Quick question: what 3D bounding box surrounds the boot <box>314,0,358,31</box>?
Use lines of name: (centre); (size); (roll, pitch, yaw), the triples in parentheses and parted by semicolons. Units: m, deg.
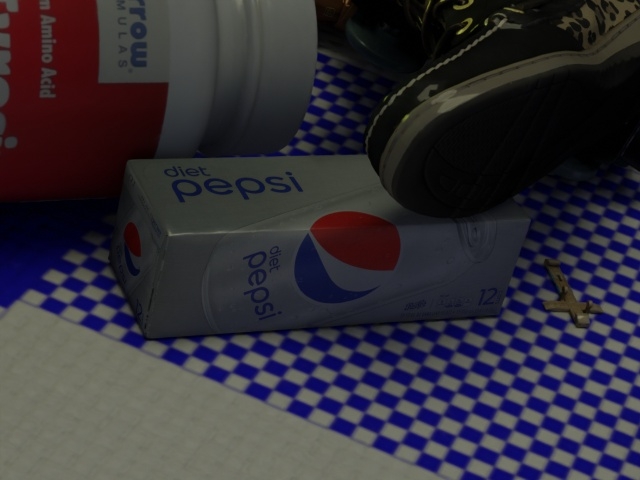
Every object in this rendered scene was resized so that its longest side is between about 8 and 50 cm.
boot: (0.007, -0.244, 1.817); (0.152, 0.073, 0.197); (24, 31, 0)

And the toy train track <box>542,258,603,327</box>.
toy train track: (0.190, 0.036, 1.496); (0.048, 0.014, 0.083); (4, 33, -17)

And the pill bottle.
pill bottle: (-0.221, -0.141, 1.402); (0.407, 0.229, 0.229); (-4, 36, -26)

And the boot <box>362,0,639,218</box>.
boot: (0.088, -0.178, 1.439); (0.284, 0.138, 0.377); (43, 42, 18)

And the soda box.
soda box: (0.000, 0.000, 1.402); (0.286, 0.091, 0.098); (-2, 36, -25)

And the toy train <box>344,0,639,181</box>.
toy train: (0.169, -0.181, 1.681); (0.334, 0.142, 0.190); (33, 31, 8)
